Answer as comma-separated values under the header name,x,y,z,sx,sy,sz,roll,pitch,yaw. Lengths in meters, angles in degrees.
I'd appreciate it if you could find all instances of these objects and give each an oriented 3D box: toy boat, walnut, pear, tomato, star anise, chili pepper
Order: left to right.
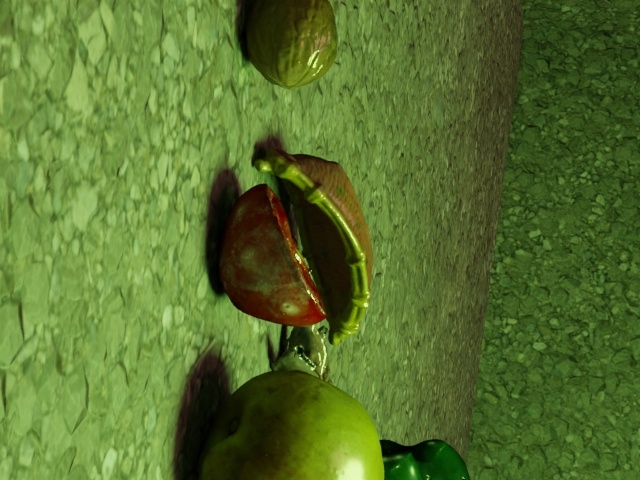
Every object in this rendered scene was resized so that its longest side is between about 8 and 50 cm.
name,x,y,z,sx,sy,sz,roll,pitch,yaw
tomato,-0.062,0.025,1.426,0.139,0.091,0.159,43,25,-84
pear,-0.032,0.230,1.409,0.200,0.200,0.200,5,90,-76
walnut,-0.029,-0.223,1.450,0.105,0.105,0.124,63,34,-64
star anise,-0.019,0.189,1.709,0.172,0.063,0.208,-63,150,-67
toy boat,0.005,-0.005,1.623,0.099,0.141,0.318,-35,134,-15
chili pepper,0.105,0.411,1.924,0.233,0.248,0.257,-17,102,-62
